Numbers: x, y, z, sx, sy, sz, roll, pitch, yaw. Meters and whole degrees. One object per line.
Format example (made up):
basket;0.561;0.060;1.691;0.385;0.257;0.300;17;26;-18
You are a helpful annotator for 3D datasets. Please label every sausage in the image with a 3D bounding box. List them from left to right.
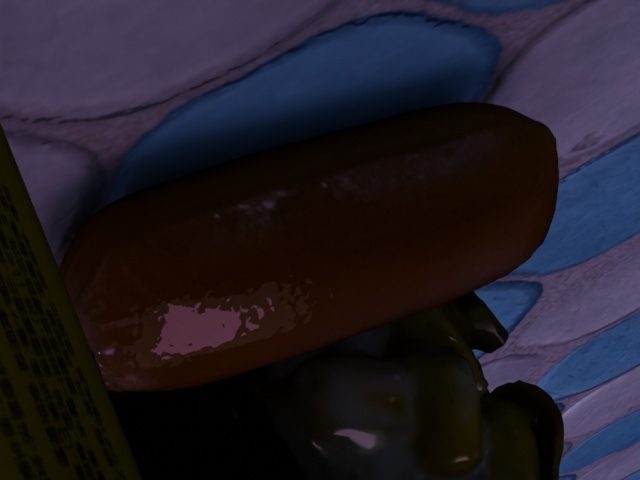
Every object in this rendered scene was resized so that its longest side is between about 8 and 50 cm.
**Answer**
sausage;0.000;0.001;0.795;0.274;0.105;0.105;-17;158;-26

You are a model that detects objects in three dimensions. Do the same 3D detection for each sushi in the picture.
sushi;-0.011;0.186;0.927;0.285;0.328;0.329;-31;161;-22

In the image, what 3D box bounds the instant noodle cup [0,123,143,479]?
instant noodle cup;-0.191;0.066;0.418;0.325;0.254;0.325;-30;170;-6
